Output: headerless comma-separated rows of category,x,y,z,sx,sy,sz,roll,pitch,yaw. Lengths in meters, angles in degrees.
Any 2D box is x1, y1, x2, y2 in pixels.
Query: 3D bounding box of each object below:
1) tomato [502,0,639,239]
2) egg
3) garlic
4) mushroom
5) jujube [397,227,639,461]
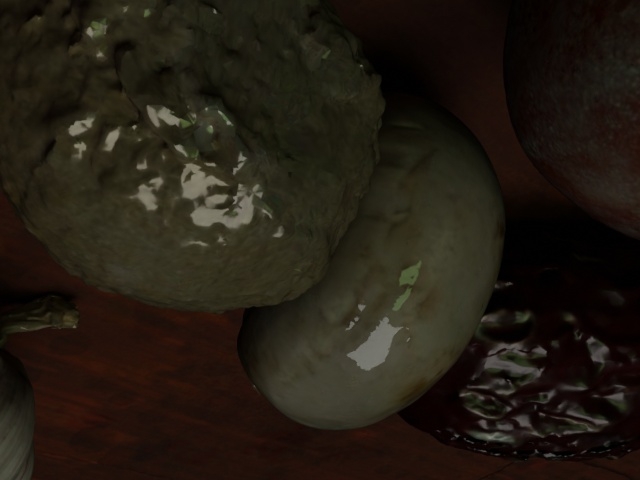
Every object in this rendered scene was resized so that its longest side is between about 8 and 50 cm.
tomato,0.293,-0.143,0.858,0.317,0.282,0.316,-30,157,-15
egg,-0.101,-0.090,0.792,0.279,0.279,0.310,-35,108,24
garlic,-0.330,0.128,1.100,0.253,0.245,0.245,-41,152,-26
mushroom,0.000,0.000,0.987,0.290,0.297,0.297,25,133,-7
jujube,0.248,0.112,1.241,0.377,0.258,0.258,-2,142,-29
